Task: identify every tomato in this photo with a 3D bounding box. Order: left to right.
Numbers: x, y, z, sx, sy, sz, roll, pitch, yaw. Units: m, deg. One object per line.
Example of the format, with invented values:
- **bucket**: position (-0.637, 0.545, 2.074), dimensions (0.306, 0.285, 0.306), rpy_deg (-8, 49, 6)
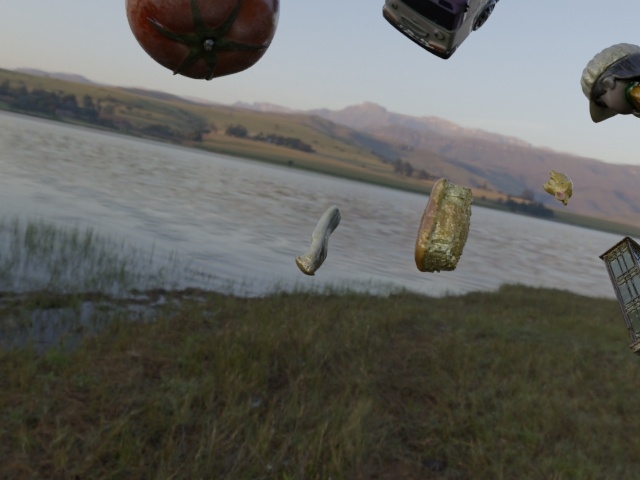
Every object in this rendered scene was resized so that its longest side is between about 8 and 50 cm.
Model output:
- **tomato**: position (-0.204, -0.419, 1.069), dimensions (0.265, 0.264, 0.265), rpy_deg (11, 6, -1)

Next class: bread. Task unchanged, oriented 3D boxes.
- **bread**: position (0.318, -0.032, 1.591), dimensions (0.121, 0.245, 0.174), rpy_deg (15, -17, 25)

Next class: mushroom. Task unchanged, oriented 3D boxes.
- **mushroom**: position (-0.001, -0.003, 1.475), dimensions (0.054, 0.202, 0.059), rpy_deg (7, -35, 28)

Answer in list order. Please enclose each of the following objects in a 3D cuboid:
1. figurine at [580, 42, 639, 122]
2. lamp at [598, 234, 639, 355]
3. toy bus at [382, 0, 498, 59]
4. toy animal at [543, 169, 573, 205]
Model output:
- **figurine**: position (0.799, -0.384, 1.514), dimensions (0.185, 0.204, 0.332), rpy_deg (2, 13, -21)
- **lamp**: position (0.700, 0.126, 1.331), dimensions (0.089, 0.090, 0.325), rpy_deg (34, 35, -14)
- **toy bus**: position (0.342, -0.641, 1.328), dimensions (0.209, 0.440, 0.249), rpy_deg (41, -6, 13)
- **toy animal**: position (0.691, -0.143, 1.744), dimensions (0.083, 0.070, 0.159), rpy_deg (21, 24, 3)
